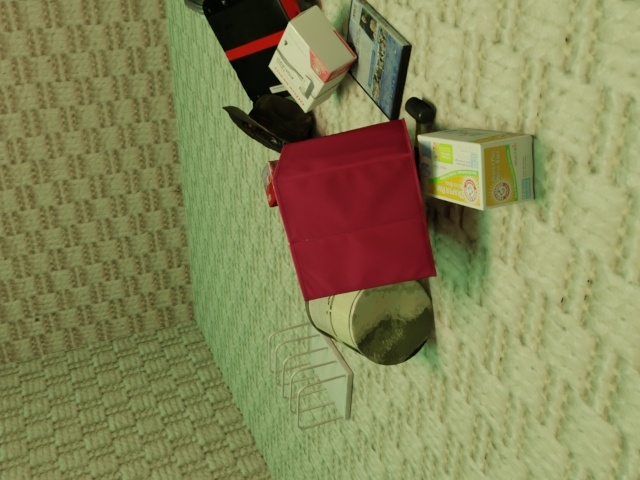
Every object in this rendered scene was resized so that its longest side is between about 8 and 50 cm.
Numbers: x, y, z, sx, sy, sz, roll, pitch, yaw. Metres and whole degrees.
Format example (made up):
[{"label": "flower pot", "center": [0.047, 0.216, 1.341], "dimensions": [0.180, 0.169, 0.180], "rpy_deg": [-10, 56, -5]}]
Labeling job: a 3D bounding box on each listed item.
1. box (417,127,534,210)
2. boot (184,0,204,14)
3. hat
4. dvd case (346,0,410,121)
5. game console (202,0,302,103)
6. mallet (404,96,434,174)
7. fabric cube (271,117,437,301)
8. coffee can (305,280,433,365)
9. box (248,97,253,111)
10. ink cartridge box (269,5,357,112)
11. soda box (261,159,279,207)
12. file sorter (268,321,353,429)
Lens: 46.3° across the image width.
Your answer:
[{"label": "box", "center": [0.265, -0.128, 1.295], "dimensions": [0.203, 0.103, 0.114], "rpy_deg": [-154, 55, -65]}, {"label": "boot", "center": [-0.246, -0.844, 2.070], "dimensions": [0.367, 0.146, 0.445], "rpy_deg": [23, 133, 27]}, {"label": "hat", "center": [-0.107, -0.324, 2.100], "dimensions": [0.134, 0.331, 0.331], "rpy_deg": [-56, 24, -5]}, {"label": "dvd case", "center": [0.119, -0.403, 1.648], "dimensions": [0.253, 0.022, 0.180], "rpy_deg": [-122, 27, -42]}, {"label": "game console", "center": [-0.154, -0.546, 2.015], "dimensions": [0.386, 0.060, 0.342], "rpy_deg": [4, 128, 56]}, {"label": "mallet", "center": [0.203, -0.196, 1.530], "dimensions": [0.062, 0.039, 0.190], "rpy_deg": [44, 146, 53]}, {"label": "fabric cube", "center": [0.070, -0.064, 1.464], "dimensions": [0.254, 0.258, 0.259], "rpy_deg": [-86, -17, -68]}, {"label": "coffee can", "center": [0.105, 0.158, 1.735], "dimensions": [0.275, 0.201, 0.202], "rpy_deg": [-165, 65, -68]}, {"label": "box", "center": [-0.191, -0.473, 2.406], "dimensions": [0.186, 0.038, 0.145], "rpy_deg": [-168, 67, -69]}, {"label": "ink cartridge box", "center": [-0.024, -0.426, 1.785], "dimensions": [0.159, 0.092, 0.218], "rpy_deg": [52, 160, 2]}, {"label": "soda box", "center": [0.000, -0.151, 1.751], "dimensions": [0.083, 0.263, 0.092], "rpy_deg": [140, 117, -68]}, {"label": "file sorter", "center": [-0.039, 0.409, 2.300], "dimensions": [0.278, 0.173, 0.193], "rpy_deg": [-127, 32, -50]}]
